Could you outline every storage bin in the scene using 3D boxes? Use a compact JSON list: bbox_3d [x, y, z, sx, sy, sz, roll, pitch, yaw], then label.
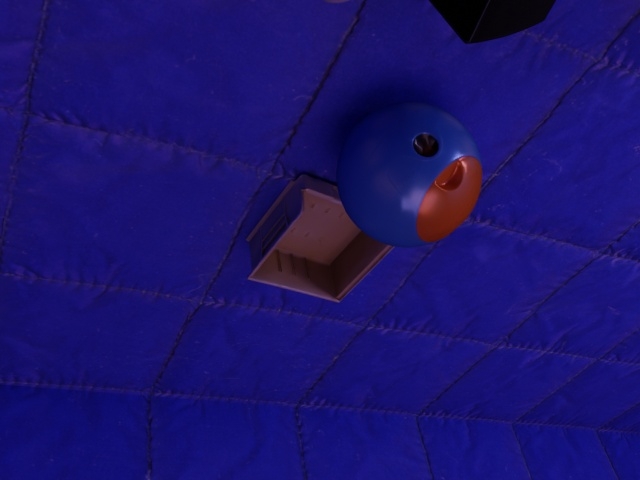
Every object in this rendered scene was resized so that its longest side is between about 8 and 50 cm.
[{"bbox_3d":[0.000,0.000,1.517,0.262,0.123,0.260,18,132,-30],"label":"storage bin"}]

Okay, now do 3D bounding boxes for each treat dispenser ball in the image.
[{"bbox_3d":[0.174,-0.130,1.283,0.288,0.288,0.288,-7,140,-6],"label":"treat dispenser ball"}]

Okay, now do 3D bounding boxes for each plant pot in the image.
[{"bbox_3d":[0.296,-0.443,1.041,0.167,0.187,0.188,-5,140,-26],"label":"plant pot"}]

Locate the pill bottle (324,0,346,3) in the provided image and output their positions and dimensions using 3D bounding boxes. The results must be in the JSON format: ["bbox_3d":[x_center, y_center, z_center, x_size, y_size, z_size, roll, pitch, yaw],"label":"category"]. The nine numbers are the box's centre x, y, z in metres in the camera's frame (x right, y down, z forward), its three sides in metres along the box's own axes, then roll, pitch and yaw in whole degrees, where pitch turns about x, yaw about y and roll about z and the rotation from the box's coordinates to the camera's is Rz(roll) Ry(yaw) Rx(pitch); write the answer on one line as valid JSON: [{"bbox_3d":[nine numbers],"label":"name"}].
[{"bbox_3d":[0.004,-0.476,0.969,0.117,0.117,0.215,-23,138,13],"label":"pill bottle"}]
